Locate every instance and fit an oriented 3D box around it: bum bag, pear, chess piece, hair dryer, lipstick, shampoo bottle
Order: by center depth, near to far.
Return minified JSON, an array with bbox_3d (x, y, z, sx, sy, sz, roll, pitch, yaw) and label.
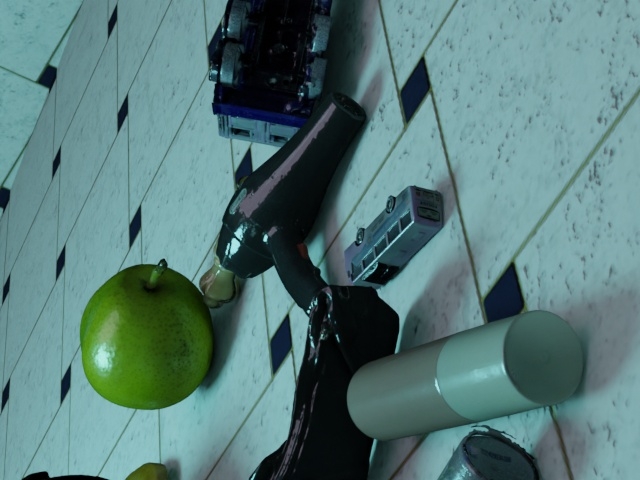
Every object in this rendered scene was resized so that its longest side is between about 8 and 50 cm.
[{"bbox_3d":[0.088,0.240,1.128,0.072,0.072,0.214,-107,38,-54],"label":"shampoo bottle"},{"bbox_3d":[0.104,0.108,1.167,0.254,0.070,0.070,152,129,-63],"label":"lipstick"},{"bbox_3d":[0.010,0.161,1.312,0.060,0.123,0.248,22,96,46],"label":"bum bag"},{"bbox_3d":[0.000,0.000,1.539,0.235,0.091,0.271,-53,41,24],"label":"hair dryer"},{"bbox_3d":[-0.098,0.009,1.767,0.060,0.060,0.172,-107,35,-54],"label":"chess piece"},{"bbox_3d":[-0.206,0.097,1.803,0.180,0.166,0.216,-79,-3,-56],"label":"pear"}]

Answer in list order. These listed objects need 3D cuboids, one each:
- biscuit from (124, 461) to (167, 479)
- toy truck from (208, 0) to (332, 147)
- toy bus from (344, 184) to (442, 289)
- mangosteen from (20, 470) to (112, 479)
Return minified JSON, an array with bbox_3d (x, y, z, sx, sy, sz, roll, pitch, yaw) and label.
[{"bbox_3d":[-0.240,0.387,1.881,0.203,0.041,0.260,-114,42,-59],"label":"biscuit"},{"bbox_3d":[-0.042,-0.247,1.683,0.155,0.124,0.268,100,-179,-75],"label":"toy truck"},{"bbox_3d":[0.066,-0.001,1.385,0.130,0.037,0.052,-47,39,48],"label":"toy bus"},{"bbox_3d":[-0.280,0.406,1.651,0.311,0.311,0.311,-165,90,-69],"label":"mangosteen"}]
